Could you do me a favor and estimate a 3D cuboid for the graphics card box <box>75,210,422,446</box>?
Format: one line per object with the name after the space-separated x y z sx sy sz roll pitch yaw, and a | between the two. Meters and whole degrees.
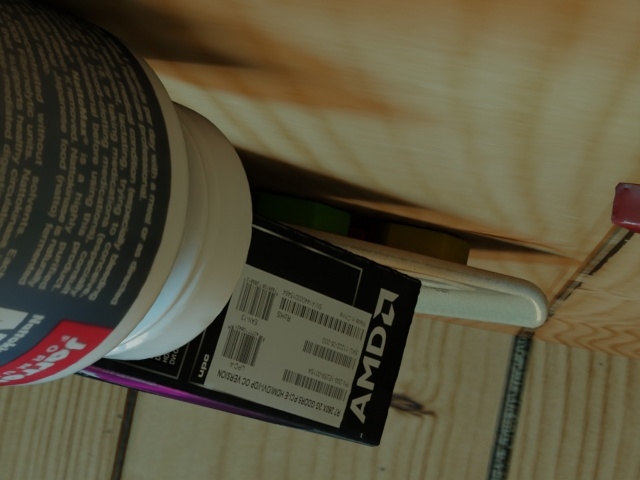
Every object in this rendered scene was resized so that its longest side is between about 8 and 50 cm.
-0.155 -0.001 0.810 0.233 0.094 0.371 9 172 40 | graphics card box

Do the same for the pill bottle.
-0.098 -0.016 0.485 0.108 0.108 0.180 9 176 32 | pill bottle

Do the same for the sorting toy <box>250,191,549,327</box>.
0.000 0.000 1.030 0.208 0.038 0.193 18 173 -26 | sorting toy

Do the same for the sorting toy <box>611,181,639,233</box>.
0.187 -0.001 0.315 0.274 0.046 0.132 8 175 39 | sorting toy
